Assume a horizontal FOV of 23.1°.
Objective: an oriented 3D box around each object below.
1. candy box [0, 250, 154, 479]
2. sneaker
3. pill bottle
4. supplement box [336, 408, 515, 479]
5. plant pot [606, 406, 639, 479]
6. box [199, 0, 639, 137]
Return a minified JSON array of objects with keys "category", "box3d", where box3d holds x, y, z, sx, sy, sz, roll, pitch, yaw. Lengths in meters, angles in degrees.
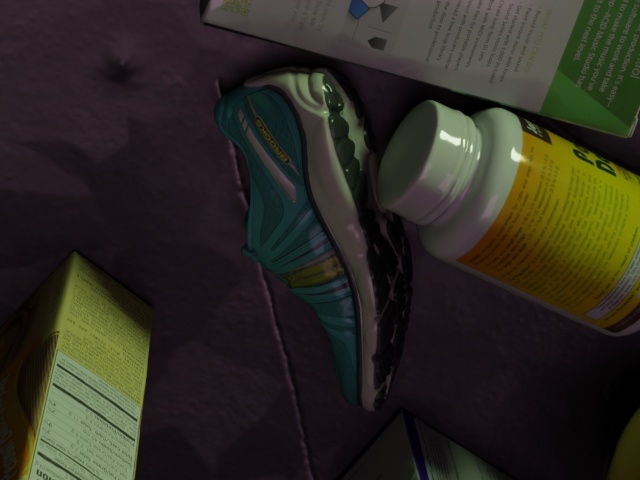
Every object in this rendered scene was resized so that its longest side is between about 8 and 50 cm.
[{"category":"candy box","box3d":[-0.210,0.158,1.086,0.087,0.316,0.183,38,109,-19]},{"category":"sneaker","box3d":[0.000,0.000,1.160,0.110,0.107,0.275,-7,114,21]},{"category":"pill bottle","box3d":[0.151,-0.020,1.126,0.215,0.117,0.117,24,113,-20]},{"category":"supplement box","box3d":[0.123,0.255,1.273,0.220,0.114,0.111,33,109,-20]},{"category":"plant pot","box3d":[0.369,0.230,1.150,0.239,0.254,0.254,-8,123,39]},{"category":"box","box3d":[0.102,-0.218,1.066,0.322,0.058,0.232,15,115,-10]}]
